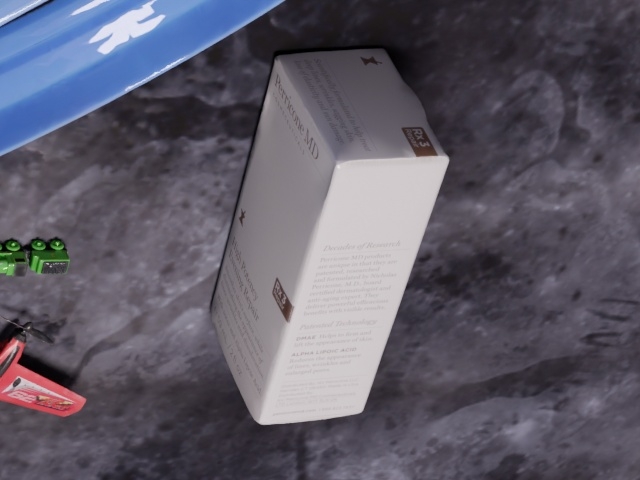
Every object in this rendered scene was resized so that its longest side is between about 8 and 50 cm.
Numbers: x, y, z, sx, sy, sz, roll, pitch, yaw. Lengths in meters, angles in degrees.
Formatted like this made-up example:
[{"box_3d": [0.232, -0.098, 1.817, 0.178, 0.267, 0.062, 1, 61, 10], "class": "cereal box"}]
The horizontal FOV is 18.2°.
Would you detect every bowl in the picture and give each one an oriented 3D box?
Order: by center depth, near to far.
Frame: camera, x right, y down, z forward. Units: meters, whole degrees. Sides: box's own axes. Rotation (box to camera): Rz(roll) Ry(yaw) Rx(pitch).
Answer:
[{"box_3d": [-0.127, -0.125, 0.991, 0.391, 0.077, 0.391, -28, 179, -1], "class": "bowl"}]

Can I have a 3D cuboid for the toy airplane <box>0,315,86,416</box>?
[{"box_3d": [-0.238, 0.105, 1.356, 0.151, 0.028, 0.151, -12, 135, -13], "class": "toy airplane"}]

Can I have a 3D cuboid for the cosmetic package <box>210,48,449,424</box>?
[{"box_3d": [0.000, 0.000, 1.303, 0.085, 0.117, 0.231, -5, 133, -23], "class": "cosmetic package"}]

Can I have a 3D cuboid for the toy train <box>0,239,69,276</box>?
[{"box_3d": [-0.201, 0.013, 1.286, 0.083, 0.024, 0.017, -2, 132, -25], "class": "toy train"}]
